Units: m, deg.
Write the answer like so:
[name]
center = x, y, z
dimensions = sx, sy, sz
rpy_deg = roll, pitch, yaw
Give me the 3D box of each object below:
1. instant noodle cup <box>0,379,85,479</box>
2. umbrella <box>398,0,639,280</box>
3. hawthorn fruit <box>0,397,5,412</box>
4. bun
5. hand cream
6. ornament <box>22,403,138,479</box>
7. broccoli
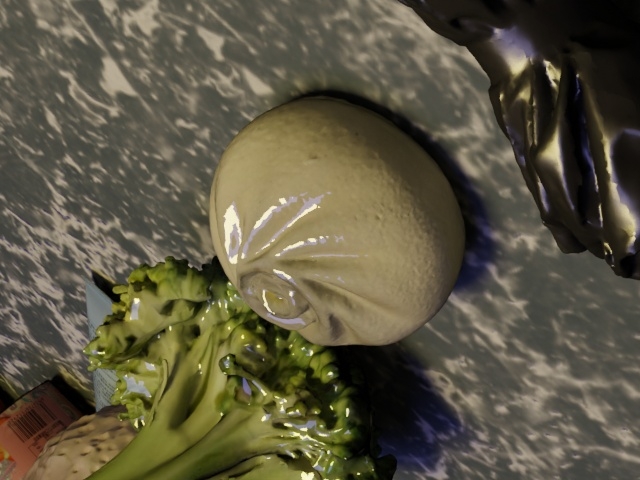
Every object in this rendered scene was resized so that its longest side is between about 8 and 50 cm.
[instant noodle cup]
center = -0.298, 0.303, 1.462
dimensions = 0.231, 0.243, 0.243
rpy_deg = 47, 150, 2
[umbrella]
center = 0.084, -0.126, 0.610
dimensions = 0.340, 0.118, 0.118
rpy_deg = 54, 148, -11
[hawthorn fruit]
center = -0.488, 0.186, 1.616
dimensions = 0.285, 0.165, 0.165
rpy_deg = 57, 149, -1
[bun]
center = 0.000, 0.000, 0.838
dimensions = 0.173, 0.120, 0.173
rpy_deg = 28, 144, 22
[hand cream]
center = -0.195, 0.141, 1.307
dimensions = 0.091, 0.058, 0.271
rpy_deg = 41, 148, 26
[ornament]
center = -0.155, 0.269, 1.226
dimensions = 0.259, 0.259, 0.225
rpy_deg = 47, 161, -8
[broccoli]
center = -0.078, 0.148, 0.988
dimensions = 0.247, 0.243, 0.263
rpy_deg = 30, 145, 45
